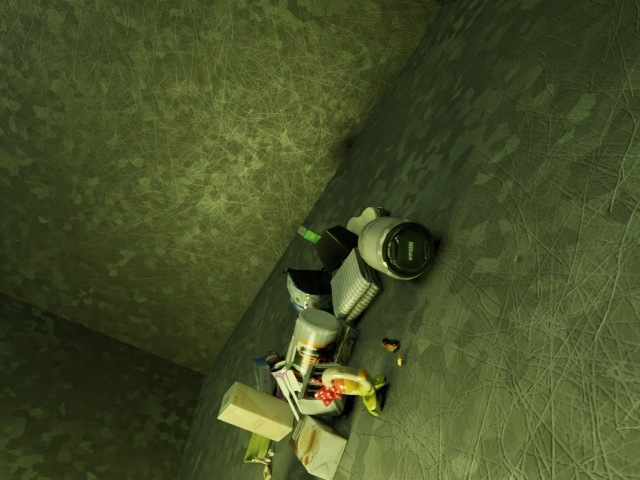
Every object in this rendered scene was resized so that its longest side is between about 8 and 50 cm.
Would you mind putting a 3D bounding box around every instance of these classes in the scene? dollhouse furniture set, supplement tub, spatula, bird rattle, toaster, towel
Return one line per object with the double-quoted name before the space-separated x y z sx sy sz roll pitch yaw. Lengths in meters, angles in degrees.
"dollhouse furniture set" -0.254 0.989 1.816 0.090 0.081 0.114 -62 15 -1
"supplement tub" -0.267 0.702 2.321 0.105 0.106 0.198 -63 16 -4
"spatula" -0.098 0.663 1.698 0.019 0.241 0.168 -16 -19 -41
"bird rattle" 0.085 0.464 1.352 0.206 0.254 0.143 73 -149 -44
"toaster" 0.018 0.560 1.533 0.186 0.110 0.168 -7 36 24
"towel" 0.152 0.204 1.833 0.234 0.122 0.283 -57 17 21
"supplement tub" -0.041 0.469 1.753 0.193 0.194 0.315 -117 39 -72

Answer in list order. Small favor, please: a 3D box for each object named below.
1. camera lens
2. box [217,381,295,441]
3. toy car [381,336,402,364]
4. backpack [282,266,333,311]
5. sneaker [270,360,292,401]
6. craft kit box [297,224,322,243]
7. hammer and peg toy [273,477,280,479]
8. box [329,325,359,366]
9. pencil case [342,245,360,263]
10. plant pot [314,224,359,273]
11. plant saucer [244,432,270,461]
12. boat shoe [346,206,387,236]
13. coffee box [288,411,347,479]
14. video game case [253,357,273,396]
"camera lens" 0.279 0.021 1.544 0.219 0.220 0.274 -62 15 -1
"box" -0.283 0.774 1.854 0.148 0.311 0.121 -53 17 32
"toy car" 0.238 0.375 1.375 0.122 0.060 0.040 -83 -7 -68
"backpack" -0.042 0.261 2.107 0.263 0.277 0.212 -131 40 -66
"sneaker" -0.191 0.683 2.010 0.282 0.161 0.102 -56 18 25
"craft kit box" 0.000 0.000 2.423 0.060 0.250 0.247 -62 14 -1
"hammer and peg toy" -0.182 1.039 1.412 0.266 0.128 0.360 -33 32 60
"box" 0.099 0.442 1.697 0.168 0.054 0.059 -66 16 -18
"pencil case" 0.198 0.055 1.975 0.209 0.098 0.095 -53 18 25
"plant pot" 0.085 0.030 2.112 0.188 0.167 0.188 -23 -24 -54
"plant saucer" -0.295 0.992 2.014 0.188 0.045 0.188 -42 24 52
"boat shoe" 0.235 -0.091 2.128 0.305 0.091 0.109 -38 65 60
"coffee box" -0.016 0.728 1.478 0.141 0.098 0.247 -65 16 -14
"video game case" -0.293 0.752 2.128 0.269 0.061 0.243 156 106 -74
